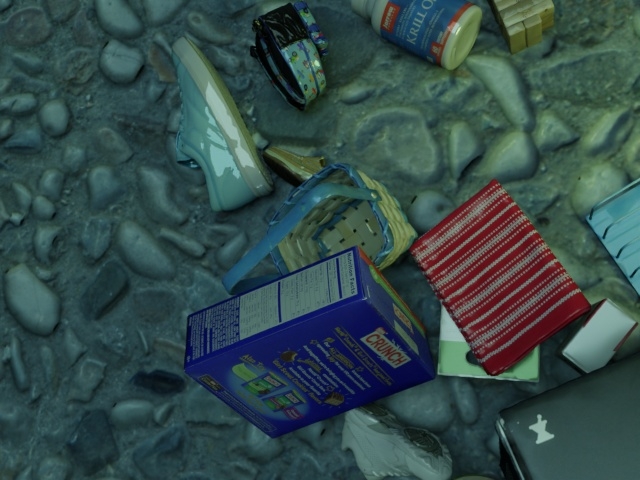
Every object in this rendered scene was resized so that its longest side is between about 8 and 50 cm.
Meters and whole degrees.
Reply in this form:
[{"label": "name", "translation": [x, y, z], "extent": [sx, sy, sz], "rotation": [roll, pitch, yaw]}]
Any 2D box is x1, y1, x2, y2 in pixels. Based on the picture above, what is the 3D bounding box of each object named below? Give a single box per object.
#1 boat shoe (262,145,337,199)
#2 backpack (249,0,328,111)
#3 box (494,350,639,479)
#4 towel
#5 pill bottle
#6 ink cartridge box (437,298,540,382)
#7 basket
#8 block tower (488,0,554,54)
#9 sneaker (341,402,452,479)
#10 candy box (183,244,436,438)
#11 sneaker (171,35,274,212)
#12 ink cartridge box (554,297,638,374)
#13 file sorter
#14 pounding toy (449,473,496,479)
[{"label": "boat shoe", "translation": [-0.017, -0.129, 1.467], "extent": [0.190, 0.068, 0.072], "rotation": [33, 77, 9]}, {"label": "backpack", "translation": [-0.045, -0.336, 1.466], "extent": [0.117, 0.158, 0.173], "rotation": [-30, 86, -10]}, {"label": "box", "translation": [0.494, 0.286, 0.981], "extent": [0.480, 0.472, 0.297], "rotation": [-24, 65, 4]}, {"label": "towel", "translation": [0.282, 0.059, 1.279], "extent": [0.199, 0.031, 0.275], "rotation": [-39, 62, 16]}, {"label": "pill bottle", "translation": [0.170, -0.410, 1.433], "extent": [0.221, 0.124, 0.124], "rotation": [31, 89, 19]}, {"label": "ink cartridge box", "translation": [0.289, 0.115, 1.331], "extent": [0.171, 0.056, 0.235], "rotation": [2, 81, 16]}, {"label": "basket", "translation": [0.000, 0.000, 1.298], "extent": [0.255, 0.289, 0.201], "rotation": [-41, 73, 27]}, {"label": "block tower", "translation": [0.321, -0.512, 1.429], "extent": [0.091, 0.097, 0.335], "rotation": [-22, 76, 10]}, {"label": "sneaker", "translation": [0.121, 0.356, 1.299], "extent": [0.232, 0.090, 0.115], "rotation": [23, 102, 49]}, {"label": "candy box", "translation": [-0.013, 0.173, 1.266], "extent": [0.317, 0.268, 0.122], "rotation": [-22, 45, 18]}, {"label": "sneaker", "translation": [-0.230, -0.220, 1.501], "extent": [0.150, 0.135, 0.366], "rotation": [-29, 72, 5]}, {"label": "ink cartridge box", "translation": [0.429, 0.155, 1.235], "extent": [0.063, 0.150, 0.109], "rotation": [38, 91, 15]}, {"label": "file sorter", "translation": [0.527, -0.008, 1.264], "extent": [0.118, 0.104, 0.170], "rotation": [-32, 72, 7]}, {"label": "pounding toy", "translation": [0.255, 0.475, 1.260], "extent": [0.237, 0.110, 0.182], "rotation": [12, 69, -12]}]
